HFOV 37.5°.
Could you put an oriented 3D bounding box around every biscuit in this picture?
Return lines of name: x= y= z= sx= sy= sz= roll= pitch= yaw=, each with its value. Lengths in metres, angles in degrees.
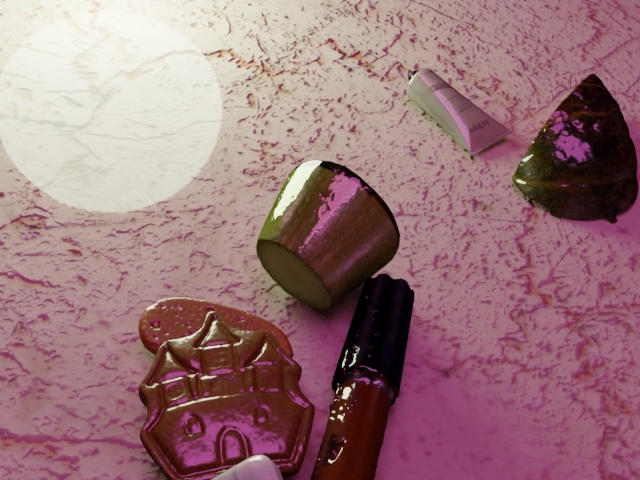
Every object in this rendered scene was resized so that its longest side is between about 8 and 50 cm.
biscuit: x=-0.130 y=0.151 z=1.054 sx=0.186 sy=0.036 sz=0.192 roll=14 pitch=46 yaw=4
biscuit: x=-0.103 y=0.159 z=1.001 sx=0.182 sy=0.034 sz=0.215 roll=-6 pitch=48 yaw=-12

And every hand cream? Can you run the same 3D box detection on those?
hand cream: x=0.203 y=-0.205 z=1.471 sx=0.087 sy=0.054 sz=0.186 roll=-31 pitch=60 yaw=-27

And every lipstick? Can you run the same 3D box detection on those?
lipstick: x=0.037 y=0.199 z=0.996 sx=0.077 sy=0.077 sz=0.418 roll=12 pitch=44 yaw=7

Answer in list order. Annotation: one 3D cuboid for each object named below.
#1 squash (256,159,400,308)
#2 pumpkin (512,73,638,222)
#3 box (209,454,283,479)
squash: x=0.000 y=0.000 z=1.154 sx=0.170 sy=0.170 sz=0.123 roll=30 pitch=63 yaw=23
pumpkin: x=0.416 y=-0.143 z=1.385 sx=0.163 sy=0.111 sz=0.278 roll=32 pitch=48 yaw=19
box: x=-0.062 y=0.335 z=0.825 sx=0.142 sy=0.044 sz=0.285 roll=-30 pitch=48 yaw=5
